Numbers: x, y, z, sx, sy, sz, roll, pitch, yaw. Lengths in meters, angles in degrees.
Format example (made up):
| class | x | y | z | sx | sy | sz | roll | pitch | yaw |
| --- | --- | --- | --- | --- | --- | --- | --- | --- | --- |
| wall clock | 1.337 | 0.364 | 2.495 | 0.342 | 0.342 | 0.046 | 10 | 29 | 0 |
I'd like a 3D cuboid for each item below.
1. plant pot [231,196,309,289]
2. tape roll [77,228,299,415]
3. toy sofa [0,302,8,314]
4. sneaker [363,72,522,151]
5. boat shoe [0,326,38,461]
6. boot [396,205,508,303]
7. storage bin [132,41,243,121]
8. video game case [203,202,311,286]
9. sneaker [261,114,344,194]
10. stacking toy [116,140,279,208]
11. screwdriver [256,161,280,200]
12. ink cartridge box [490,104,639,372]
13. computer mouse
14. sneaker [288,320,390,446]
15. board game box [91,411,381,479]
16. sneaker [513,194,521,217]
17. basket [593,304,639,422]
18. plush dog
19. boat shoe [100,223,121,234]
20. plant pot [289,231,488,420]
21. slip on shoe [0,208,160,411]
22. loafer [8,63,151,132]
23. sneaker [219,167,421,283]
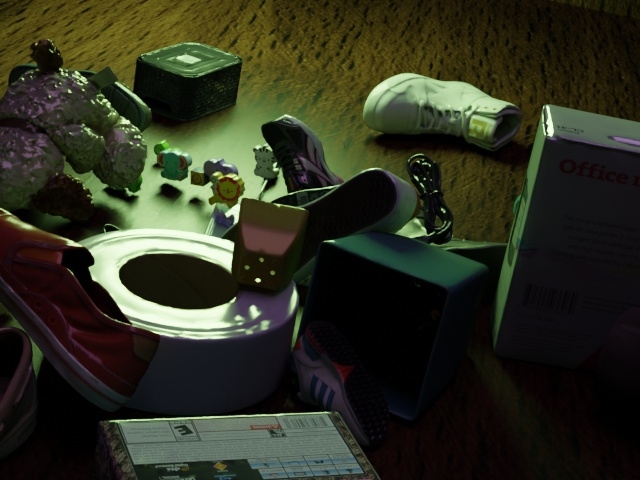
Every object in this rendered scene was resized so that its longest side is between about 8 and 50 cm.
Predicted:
| class | x | y | z | sx | sy | sz | roll | pitch | yaw |
| --- | --- | --- | --- | --- | --- | --- | --- | --- | --- |
| plant pot | -0.063 | 0.012 | 1.652 | 0.082 | 0.081 | 0.083 | 11 | 35 | 0 |
| tape roll | -0.171 | 0.088 | 1.652 | 0.286 | 0.100 | 0.286 | 9 | 24 | -4 |
| toy sofa | -0.520 | -0.041 | 1.701 | 0.363 | 0.177 | 0.150 | 26 | 28 | 33 |
| sneaker | 0.227 | -0.222 | 2.503 | 0.293 | 0.108 | 0.169 | -10 | 28 | -41 |
| boat shoe | -0.366 | 0.185 | 1.335 | 0.122 | 0.110 | 0.341 | 14 | 24 | 7 |
| boot | 0.159 | -0.006 | 2.002 | 0.263 | 0.091 | 0.229 | 0 | 28 | -18 |
| storage bin | -0.229 | -0.277 | 2.465 | 0.122 | 0.084 | 0.180 | 21 | 25 | 22 |
| video game case | -0.069 | 0.003 | 1.978 | 0.184 | 0.023 | 0.201 | 10 | 24 | 0 |
| sneaker | -0.028 | -0.102 | 2.094 | 0.178 | 0.072 | 0.077 | 50 | 40 | -3 |
| stacking toy | -0.184 | -0.109 | 2.116 | 0.221 | 0.052 | 0.167 | 9 | 22 | 20 |
| screwdriver | -0.084 | -0.089 | 2.176 | 0.024 | 0.025 | 0.170 | 12 | 23 | 4 |
| ink cartridge box | 0.355 | 0.007 | 1.795 | 0.226 | 0.306 | 0.131 | 11 | 24 | 0 |
| computer mouse | 0.054 | -0.011 | 1.914 | 0.262 | 0.060 | 0.184 | -17 | 42 | -2 |
| sneaker | 0.017 | 0.172 | 1.601 | 0.057 | 0.075 | 0.161 | -5 | 55 | -44 |
| board game box | -0.054 | 0.282 | 1.209 | 0.232 | 0.141 | 0.291 | 1 | 26 | -21 |
| sneaker | 0.366 | -0.003 | 2.085 | 0.110 | 0.107 | 0.275 | -14 | 32 | -26 |
| basket | 0.450 | 0.172 | 1.668 | 0.227 | 0.154 | 0.204 | 23 | 25 | 33 |
| plush dog | -0.397 | -0.131 | 1.973 | 0.263 | 0.210 | 0.225 | 11 | 51 | 14 |
| boat shoe | -0.243 | 0.023 | 1.838 | 0.049 | 0.040 | 0.142 | -13 | 32 | -42 |
| plant pot | 0.104 | 0.084 | 1.712 | 0.166 | 0.165 | 0.234 | 21 | 18 | 22 |
| slip on shoe | -0.288 | 0.034 | 1.495 | 0.331 | 0.101 | 0.123 | 44 | 3 | 22 |
| loafer | -0.377 | -0.236 | 2.306 | 0.268 | 0.096 | 0.084 | 19 | 19 | 23 |
| sneaker | 0.000 | 0.000 | 1.828 | 0.290 | 0.105 | 0.123 | -21 | -15 | 24 |
